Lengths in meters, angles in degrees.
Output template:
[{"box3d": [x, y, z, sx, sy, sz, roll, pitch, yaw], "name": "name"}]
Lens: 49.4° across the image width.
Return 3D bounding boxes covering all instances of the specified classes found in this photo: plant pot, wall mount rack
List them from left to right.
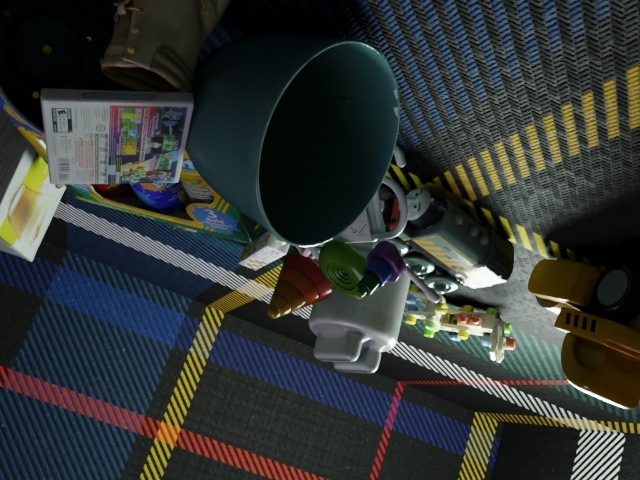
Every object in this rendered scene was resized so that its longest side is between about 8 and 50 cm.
[{"box3d": [-0.382, -0.290, 1.042, 0.272, 0.271, 0.255, 33, 173, -37], "name": "plant pot"}, {"box3d": [-0.066, -0.167, 1.021, 0.235, 0.293, 0.293, 26, 169, 35], "name": "plant pot"}, {"box3d": [0.077, -0.016, 1.312, 0.130, 0.304, 0.350, -18, -170, -39], "name": "wall mount rack"}]

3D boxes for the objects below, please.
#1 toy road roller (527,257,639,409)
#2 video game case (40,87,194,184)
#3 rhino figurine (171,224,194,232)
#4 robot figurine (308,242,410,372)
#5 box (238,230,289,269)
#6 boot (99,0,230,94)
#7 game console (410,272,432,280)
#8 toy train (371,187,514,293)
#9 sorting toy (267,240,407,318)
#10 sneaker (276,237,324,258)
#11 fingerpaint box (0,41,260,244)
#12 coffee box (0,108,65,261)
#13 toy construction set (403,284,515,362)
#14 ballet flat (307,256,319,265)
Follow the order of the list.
[{"box3d": [0.549, 0.180, 1.374, 0.203, 0.240, 0.329, 25, 177, -18], "name": "toy road roller"}, {"box3d": [-0.275, -0.135, 0.944, 0.184, 0.023, 0.201, -2, 154, -19], "name": "video game case"}, {"box3d": [-0.402, -0.072, 1.993, 0.106, 0.073, 0.243, 14, 164, 5], "name": "rhino figurine"}, {"box3d": [0.094, 0.116, 1.565, 0.200, 0.353, 0.300, -5, 151, 38], "name": "robot figurine"}, {"box3d": [-0.167, 0.028, 2.058, 0.063, 0.067, 0.324, 24, 163, -15], "name": "box"}, {"box3d": [-0.241, -0.311, 0.872, 0.095, 0.203, 0.262, 1, 156, 44], "name": "boot"}, {"box3d": [0.161, 0.096, 1.882, 0.213, 0.043, 0.361, 6, 168, -13], "name": "game console"}, {"box3d": [0.249, -0.001, 1.436, 0.190, 0.142, 0.334, -17, 140, 43], "name": "toy train"}, {"box3d": [0.006, 0.089, 1.287, 0.127, 0.126, 0.365, 53, 148, -13], "name": "sorting toy"}, {"box3d": [0.000, 0.000, 1.716, 0.252, 0.111, 0.103, 19, 163, 1], "name": "sneaker"}, {"box3d": [-0.343, -0.188, 1.355, 0.445, 0.163, 0.371, 14, 154, 16], "name": "fingerpaint box"}, {"box3d": [-0.791, -0.191, 1.600, 0.338, 0.337, 0.334, 19, 163, -2], "name": "coffee box"}, {"box3d": [0.403, 0.227, 1.948, 0.328, 0.151, 0.215, 21, 166, 32], "name": "toy construction set"}, {"box3d": [-0.032, 0.080, 2.106, 0.084, 0.058, 0.250, -1, 171, -9], "name": "ballet flat"}]
